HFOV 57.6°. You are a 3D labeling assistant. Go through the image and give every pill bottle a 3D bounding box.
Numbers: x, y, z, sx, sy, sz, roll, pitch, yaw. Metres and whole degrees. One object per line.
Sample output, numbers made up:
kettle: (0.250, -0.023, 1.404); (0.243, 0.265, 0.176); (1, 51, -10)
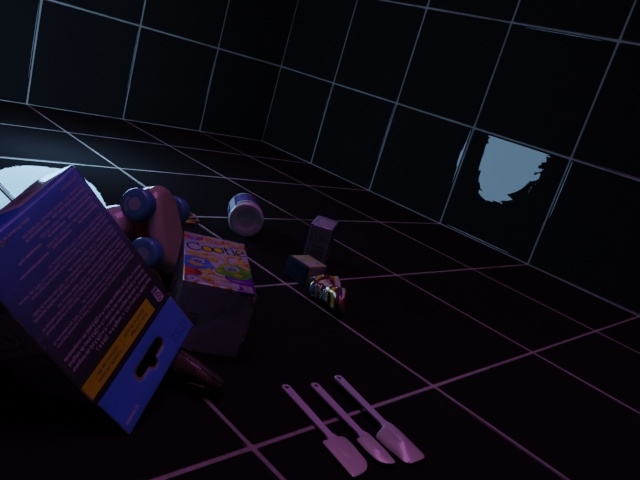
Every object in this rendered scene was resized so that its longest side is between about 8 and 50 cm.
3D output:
pill bottle: (-0.248, -0.093, 1.902); (0.111, 0.112, 0.187); (13, 17, -14)

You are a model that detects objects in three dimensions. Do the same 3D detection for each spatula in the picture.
spatula: (0.049, 0.313, 1.013); (0.168, 0.019, 0.242); (-2, 23, -35)

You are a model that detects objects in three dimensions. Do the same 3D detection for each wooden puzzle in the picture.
wooden puzzle: (-0.422, -0.076, 1.847); (0.078, 0.014, 0.116); (6, 19, -34)

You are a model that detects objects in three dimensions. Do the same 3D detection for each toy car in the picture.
toy car: (-0.453, -0.010, 1.378); (0.237, 0.210, 0.219); (-10, -3, 11)

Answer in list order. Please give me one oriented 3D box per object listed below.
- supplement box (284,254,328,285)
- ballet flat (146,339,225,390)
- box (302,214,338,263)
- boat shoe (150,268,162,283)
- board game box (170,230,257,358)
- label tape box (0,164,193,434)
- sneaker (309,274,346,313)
supplement box: (-0.039, 0.082, 1.625); (0.083, 0.056, 0.083); (0, 23, -45)
ballet flat: (-0.277, 0.200, 1.000); (0.249, 0.058, 0.084); (26, -19, 14)
box: (0.000, 0.000, 1.817); (0.072, 0.126, 0.137); (17, 15, 6)
boat shoe: (-0.458, 0.099, 1.089); (0.307, 0.111, 0.104); (5, -7, -24)
board game box: (-0.228, 0.103, 1.201); (0.142, 0.144, 0.275); (13, 17, -17)
label tape box: (-0.362, 0.094, 0.866); (0.105, 0.334, 0.241); (-16, 29, 25)
sneaker: (0.014, 0.137, 1.494); (0.083, 0.070, 0.185); (5, 11, -9)
